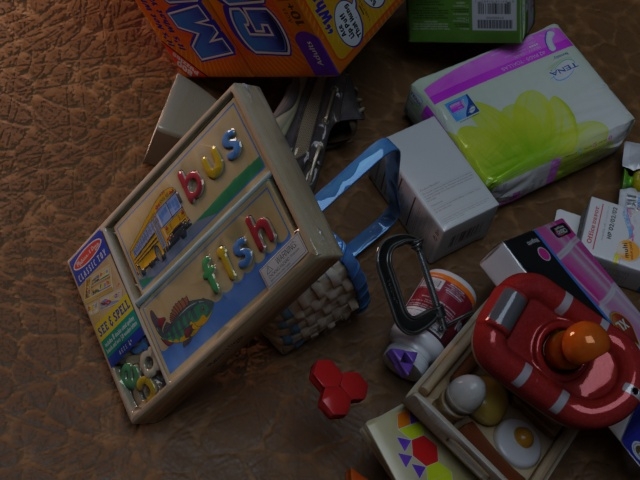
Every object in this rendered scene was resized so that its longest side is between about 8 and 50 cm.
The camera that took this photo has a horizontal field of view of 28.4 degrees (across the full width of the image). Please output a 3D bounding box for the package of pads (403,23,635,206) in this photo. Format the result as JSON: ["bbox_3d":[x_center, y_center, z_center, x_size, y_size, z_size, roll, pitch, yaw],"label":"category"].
[{"bbox_3d":[0.316,-0.193,1.984,0.297,0.101,0.229,-25,66,-19],"label":"package of pads"}]

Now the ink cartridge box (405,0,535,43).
[{"bbox_3d":[0.263,-0.403,2.078,0.189,0.097,0.255,4,24,18],"label":"ink cartridge box"}]

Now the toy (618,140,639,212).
[{"bbox_3d":[0.586,-0.071,1.977,0.237,0.056,0.136,10,63,4],"label":"toy"}]

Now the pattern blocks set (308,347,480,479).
[{"bbox_3d":[0.139,0.289,1.640,0.285,0.026,0.324,-5,61,-35],"label":"pattern blocks set"}]

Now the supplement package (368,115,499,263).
[{"bbox_3d":[0.167,-0.076,1.897,0.105,0.105,0.179,-25,67,-19],"label":"supplement package"}]

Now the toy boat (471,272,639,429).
[{"bbox_3d":[0.315,0.139,1.595,0.231,0.151,0.151,35,72,-8],"label":"toy boat"}]

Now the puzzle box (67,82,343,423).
[{"bbox_3d":[-0.166,0.023,1.655,0.052,0.409,0.272,4,51,-48],"label":"puzzle box"}]

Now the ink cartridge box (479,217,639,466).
[{"bbox_3d":[0.394,0.141,1.772,0.176,0.069,0.371,-19,68,-49],"label":"ink cartridge box"}]

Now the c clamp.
[{"bbox_3d":[0.134,0.059,1.726,0.137,0.022,0.160,-31,103,-38],"label":"c clamp"}]

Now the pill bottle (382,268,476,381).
[{"bbox_3d":[0.152,0.122,1.794,0.086,0.086,0.152,30,64,10],"label":"pill bottle"}]

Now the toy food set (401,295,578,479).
[{"bbox_3d":[0.265,0.204,1.698,0.220,0.092,0.306,44,45,4],"label":"toy food set"}]

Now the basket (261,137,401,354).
[{"bbox_3d":[0.000,0.000,1.748,0.289,0.254,0.201,-37,68,-12],"label":"basket"}]

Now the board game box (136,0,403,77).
[{"bbox_3d":[-0.077,-0.490,1.875,0.356,0.356,0.356,7,49,45],"label":"board game box"}]

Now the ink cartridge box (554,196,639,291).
[{"bbox_3d":[0.443,0.004,1.911,0.181,0.061,0.104,18,60,3],"label":"ink cartridge box"}]

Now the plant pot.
[{"bbox_3d":[-0.198,-0.168,1.908,0.096,0.109,0.109,21,60,-10],"label":"plant pot"}]

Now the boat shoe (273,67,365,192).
[{"bbox_3d":[-0.003,-0.194,1.944,0.130,0.132,0.355,27,69,-3],"label":"boat shoe"}]
